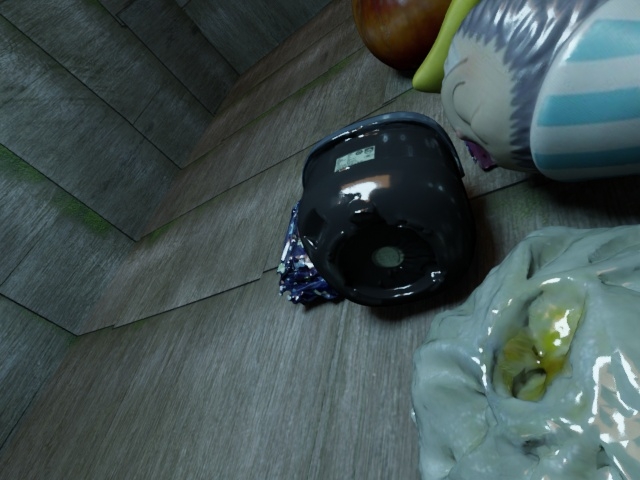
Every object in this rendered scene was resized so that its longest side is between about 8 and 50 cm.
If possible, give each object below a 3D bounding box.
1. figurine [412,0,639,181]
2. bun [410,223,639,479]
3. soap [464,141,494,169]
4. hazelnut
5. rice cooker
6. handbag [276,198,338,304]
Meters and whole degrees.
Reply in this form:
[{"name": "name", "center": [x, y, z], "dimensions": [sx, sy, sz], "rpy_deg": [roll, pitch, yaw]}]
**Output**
[{"name": "figurine", "center": [0.349, -0.165, 0.480], "dimensions": [0.361, 0.266, 0.378], "rpy_deg": [-18, 65, -11]}, {"name": "bun", "center": [0.220, 0.134, 0.325], "dimensions": [0.354, 0.194, 0.354], "rpy_deg": [-32, 33, 24]}, {"name": "soap", "center": [0.320, -0.240, 0.734], "dimensions": [0.162, 0.099, 0.250], "rpy_deg": [5, 57, 43]}, {"name": "hazelnut", "center": [0.267, -0.613, 1.012], "dimensions": [0.409, 0.359, 0.359], "rpy_deg": [-32, 33, 37]}, {"name": "rice cooker", "center": [0.094, -0.041, 0.619], "dimensions": [0.267, 0.267, 0.224], "rpy_deg": [-26, 33, 29]}, {"name": "handbag", "center": [0.000, 0.000, 0.817], "dimensions": [0.162, 0.113, 0.260], "rpy_deg": [-25, 44, 40]}]
